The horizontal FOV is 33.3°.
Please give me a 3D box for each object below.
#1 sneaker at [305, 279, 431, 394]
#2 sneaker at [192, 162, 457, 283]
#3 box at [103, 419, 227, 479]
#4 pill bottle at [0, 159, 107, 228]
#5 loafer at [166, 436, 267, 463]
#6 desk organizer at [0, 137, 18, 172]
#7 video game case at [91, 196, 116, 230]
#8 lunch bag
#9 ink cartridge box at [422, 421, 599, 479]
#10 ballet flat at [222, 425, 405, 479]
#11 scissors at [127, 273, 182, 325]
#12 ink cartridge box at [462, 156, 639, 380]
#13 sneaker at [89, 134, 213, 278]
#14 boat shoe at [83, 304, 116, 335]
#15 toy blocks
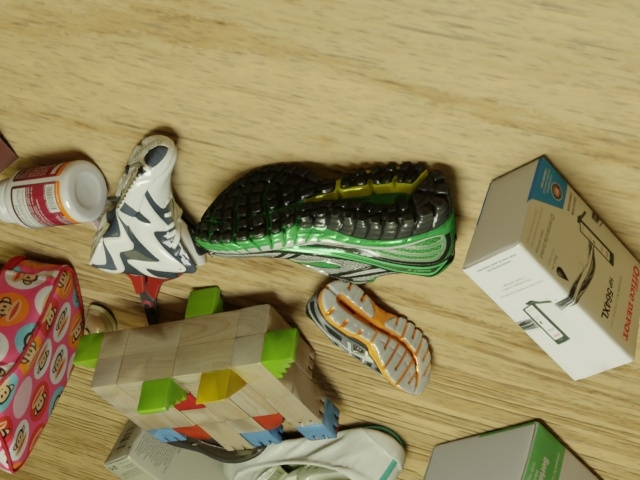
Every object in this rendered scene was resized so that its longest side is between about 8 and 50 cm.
[{"bbox_3d":[0.068,0.133,1.464,0.215,0.084,0.083,45,150,-16],"label":"sneaker"},{"bbox_3d":[0.000,0.000,1.305,0.343,0.134,0.146,2,135,25],"label":"sneaker"},{"bbox_3d":[-0.240,0.427,1.905,0.275,0.113,0.094,43,137,-18],"label":"box"},{"bbox_3d":[-0.375,-0.061,1.469,0.152,0.086,0.086,-4,132,31],"label":"pill bottle"},{"bbox_3d":[-0.184,0.312,1.773,0.220,0.080,0.078,1,135,26],"label":"loafer"},{"bbox_3d":[-0.473,-0.143,1.458,0.047,0.050,0.130,41,169,35],"label":"desk organizer"},{"bbox_3d":[-0.273,-0.027,1.511,0.122,0.011,0.087,-6,131,31],"label":"video game case"},{"bbox_3d":[-0.457,0.197,1.632,0.120,0.293,0.258,11,138,10],"label":"lunch bag"},{"bbox_3d":[0.319,0.416,1.594,0.289,0.122,0.211,43,138,-20],"label":"ink cartridge box"},{"bbox_3d":[-0.038,0.392,1.747,0.400,0.139,0.139,-19,123,40],"label":"ballet flat"},{"bbox_3d":[-0.269,0.078,1.613,0.109,0.021,0.297,21,145,-3],"label":"scissors"},{"bbox_3d":[0.266,0.033,1.191,0.203,0.148,0.086,42,135,-20],"label":"ink cartridge box"},{"bbox_3d":[-0.199,-0.030,1.417,0.153,0.094,0.235,19,123,-20],"label":"sneaker"},{"bbox_3d":[-0.359,0.158,1.726,0.050,0.045,0.135,16,139,11],"label":"boat shoe"},{"bbox_3d":[-0.146,0.223,1.609,0.381,0.191,0.261,-11,141,24],"label":"toy blocks"}]
